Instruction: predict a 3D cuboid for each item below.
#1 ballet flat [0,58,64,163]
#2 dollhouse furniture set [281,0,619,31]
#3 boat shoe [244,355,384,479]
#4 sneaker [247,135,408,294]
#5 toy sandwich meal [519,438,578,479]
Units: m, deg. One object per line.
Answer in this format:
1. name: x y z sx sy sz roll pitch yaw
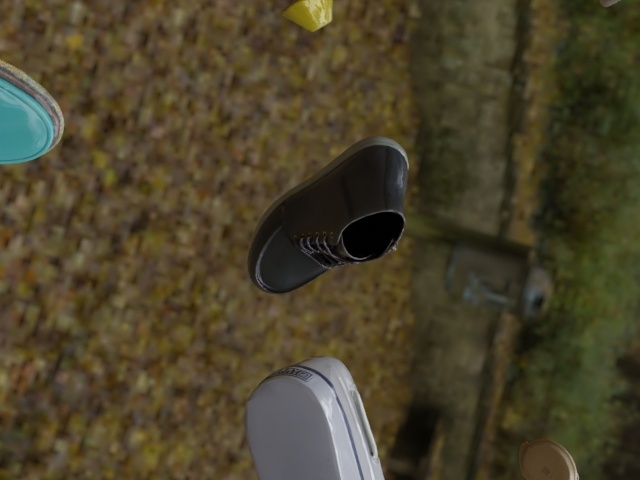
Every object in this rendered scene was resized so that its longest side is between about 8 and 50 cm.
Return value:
1. ballet flat: -0.394 -0.148 1.455 0.123 0.349 0.123 -173 -90 -75
2. dollhouse furniture set: 0.101 -0.226 1.398 0.303 0.198 0.286 -31 -178 -6
3. boat shoe: 0.013 0.214 1.213 0.088 0.096 0.267 -24 99 -59
4. sneaker: 0.000 0.000 1.679 0.222 0.083 0.118 -45 -155 30
5. toy sandwich meal: 0.278 0.274 2.046 0.029 0.085 0.085 -19 127 -48
